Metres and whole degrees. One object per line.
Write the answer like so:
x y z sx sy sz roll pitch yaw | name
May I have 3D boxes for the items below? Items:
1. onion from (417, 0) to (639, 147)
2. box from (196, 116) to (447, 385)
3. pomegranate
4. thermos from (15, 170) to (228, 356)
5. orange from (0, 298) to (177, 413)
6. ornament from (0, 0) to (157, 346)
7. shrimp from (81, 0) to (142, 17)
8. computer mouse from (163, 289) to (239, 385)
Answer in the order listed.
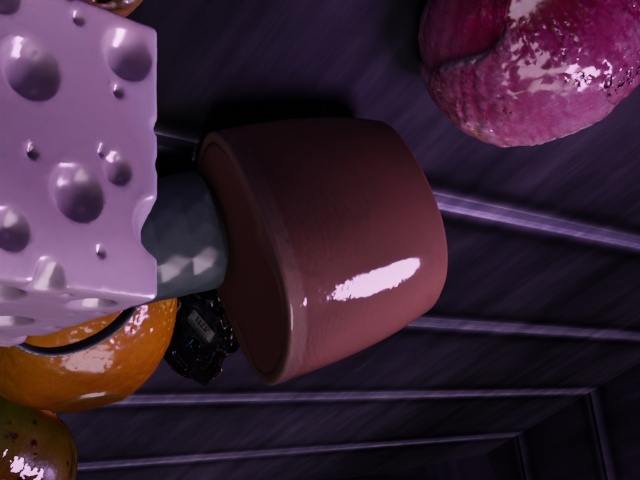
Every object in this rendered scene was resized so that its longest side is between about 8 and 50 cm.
0.229 -0.212 1.016 0.267 0.159 0.349 -27 156 11 | onion
0.000 0.000 1.152 0.216 0.301 0.301 -13 156 -19 | box
-0.520 0.318 1.571 0.291 0.323 0.291 12 170 2 | pomegranate
-0.256 0.029 1.123 0.287 0.182 0.145 -14 -162 -19 | thermos
-0.344 0.132 1.338 0.263 0.196 0.335 16 155 -34 | orange
-0.295 -0.058 0.788 0.240 0.239 0.239 13 158 -43 | ornament
-0.219 -0.236 0.776 0.169 0.058 0.296 -18 161 -13 | shrimp
-0.173 0.128 1.510 0.077 0.146 0.241 -35 172 -43 | computer mouse
